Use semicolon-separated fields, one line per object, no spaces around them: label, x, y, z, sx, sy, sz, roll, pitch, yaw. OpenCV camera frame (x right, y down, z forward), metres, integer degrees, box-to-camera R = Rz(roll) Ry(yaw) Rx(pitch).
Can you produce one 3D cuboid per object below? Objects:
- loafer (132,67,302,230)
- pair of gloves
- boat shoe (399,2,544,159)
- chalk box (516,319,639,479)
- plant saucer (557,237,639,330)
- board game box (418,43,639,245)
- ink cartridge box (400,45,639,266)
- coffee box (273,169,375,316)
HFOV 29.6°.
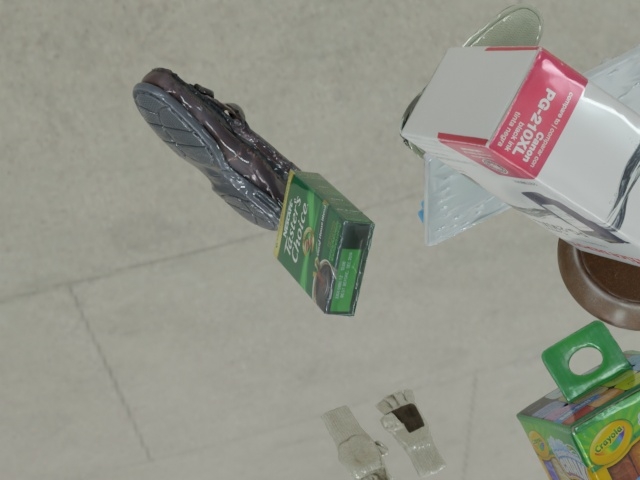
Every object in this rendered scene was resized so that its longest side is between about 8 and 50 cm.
loafer;-0.121;-0.128;1.511;0.095;0.109;0.302;-59;138;-17
pair of gloves;0.138;0.426;2.585;0.240;0.204;0.042;-9;149;-28
boat shoe;0.185;-0.208;1.525;0.084;0.079;0.233;37;99;-20
chalk box;0.364;0.239;1.417;0.180;0.289;0.179;-28;-177;-11
plant saucer;0.330;0.009;1.245;0.168;0.168;0.029;-18;156;0
board game box;0.296;-0.144;1.511;0.390;0.050;0.390;-26;164;-2
ink cartridge box;0.218;-0.072;1.078;0.237;0.172;0.100;30;87;-22
coffee box;0.000;0.000;1.357;0.040;0.184;0.113;5;110;-22
